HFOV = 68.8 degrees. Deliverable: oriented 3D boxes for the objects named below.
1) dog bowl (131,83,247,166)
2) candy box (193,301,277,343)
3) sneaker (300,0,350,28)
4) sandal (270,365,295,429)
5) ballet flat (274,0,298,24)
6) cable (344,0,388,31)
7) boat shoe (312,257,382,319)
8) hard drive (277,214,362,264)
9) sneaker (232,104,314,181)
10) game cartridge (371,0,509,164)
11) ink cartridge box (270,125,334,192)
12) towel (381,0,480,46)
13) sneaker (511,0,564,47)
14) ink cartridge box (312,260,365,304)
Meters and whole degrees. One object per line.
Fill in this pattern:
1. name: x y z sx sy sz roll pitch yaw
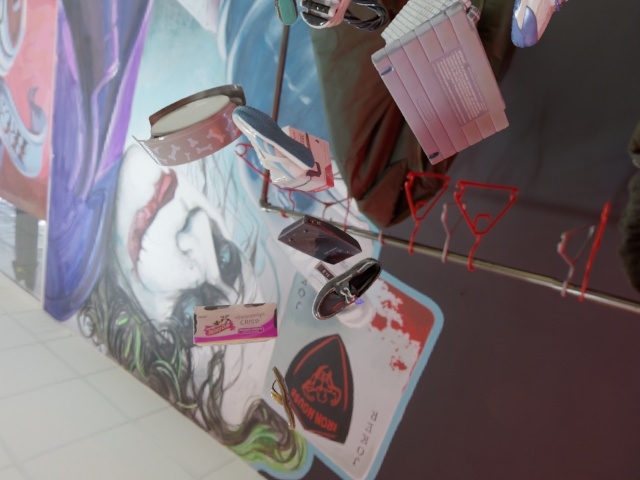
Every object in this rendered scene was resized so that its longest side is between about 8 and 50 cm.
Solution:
1. dog bowl: -0.365 -0.337 1.369 0.348 0.102 0.349 -14 -146 10
2. candy box: -0.180 0.180 0.978 0.159 0.071 0.233 -2 166 -12
3. sneaker: 0.048 -0.615 1.022 0.110 0.292 0.118 34 -151 18
4. sandal: -0.113 0.445 1.319 0.048 0.180 0.072 -17 161 -3
5. ballet flat: -0.095 -0.619 1.123 0.070 0.189 0.070 -2 -133 2
6. cable: 0.104 -0.668 1.358 0.184 0.151 0.047 -2 156 -21
7. boat shoe: 0.065 0.114 1.117 0.206 0.075 0.065 -40 -171 -14
8. hard drive: 0.000 0.000 1.589 0.254 0.054 0.172 25 145 -31
9. sneaker: -0.125 -0.227 1.125 0.228 0.092 0.088 38 -140 -22
10. game cartridge: 0.305 -0.366 1.144 0.355 0.230 0.068 47 -158 -40
11. ink cartridge box: -0.065 -0.271 1.602 0.100 0.172 0.237 -14 168 34
12. towel: 0.320 -0.629 1.401 0.121 0.235 0.284 31 -157 -30
13. sneaker: 0.428 -0.467 0.778 0.130 0.297 0.111 28 -154 19
14. ink cartridge box: 0.058 0.169 1.670 0.208 0.045 0.206 42 170 5
